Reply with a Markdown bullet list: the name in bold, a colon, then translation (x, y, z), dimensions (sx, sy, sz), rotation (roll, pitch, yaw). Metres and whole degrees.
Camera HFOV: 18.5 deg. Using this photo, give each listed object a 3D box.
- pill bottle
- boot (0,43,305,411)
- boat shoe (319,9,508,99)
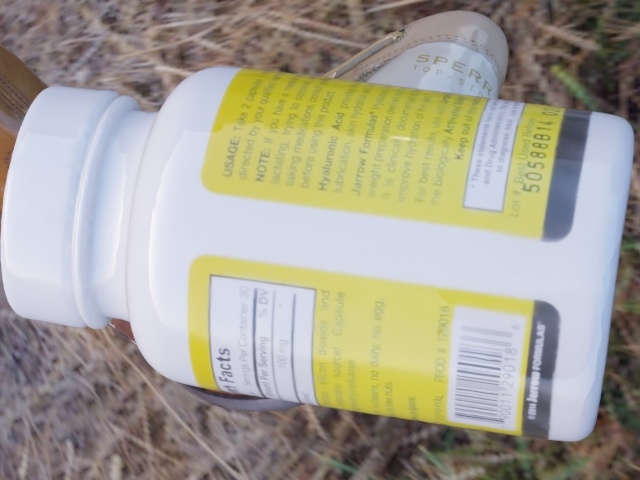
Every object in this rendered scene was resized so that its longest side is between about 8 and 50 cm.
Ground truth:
- **pill bottle**: translation (0.000, 0.000, 0.385), dimensions (0.116, 0.065, 0.065), rotation (8, 92, 8)
- **boot**: translation (-0.113, -0.052, 0.861), dimensions (0.096, 0.264, 0.280), rotation (-51, 134, -13)
- **boat shoe**: translation (0.001, -0.021, 1.126), dimensions (0.122, 0.341, 0.110), rotation (34, 57, -18)
